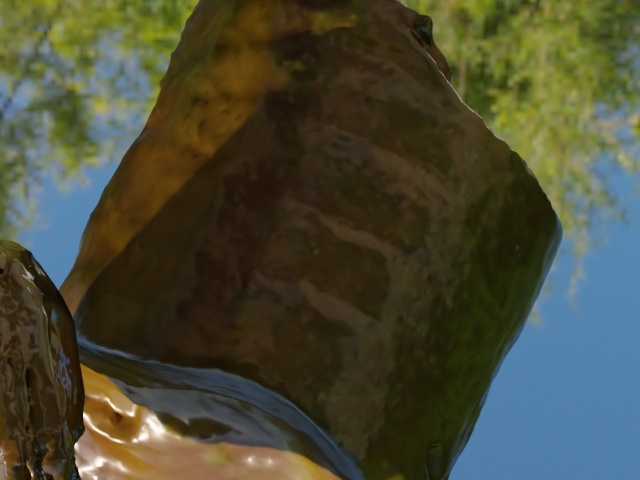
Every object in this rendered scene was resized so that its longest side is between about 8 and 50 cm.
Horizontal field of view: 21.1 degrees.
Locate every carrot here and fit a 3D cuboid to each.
[{"bbox_3d":[0.000,0.000,0.928,0.241,0.241,0.340,17,-108,26],"label":"carrot"}]

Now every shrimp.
[{"bbox_3d":[-0.118,0.087,0.636,0.066,0.262,0.117,-2,-116,-5],"label":"shrimp"}]
